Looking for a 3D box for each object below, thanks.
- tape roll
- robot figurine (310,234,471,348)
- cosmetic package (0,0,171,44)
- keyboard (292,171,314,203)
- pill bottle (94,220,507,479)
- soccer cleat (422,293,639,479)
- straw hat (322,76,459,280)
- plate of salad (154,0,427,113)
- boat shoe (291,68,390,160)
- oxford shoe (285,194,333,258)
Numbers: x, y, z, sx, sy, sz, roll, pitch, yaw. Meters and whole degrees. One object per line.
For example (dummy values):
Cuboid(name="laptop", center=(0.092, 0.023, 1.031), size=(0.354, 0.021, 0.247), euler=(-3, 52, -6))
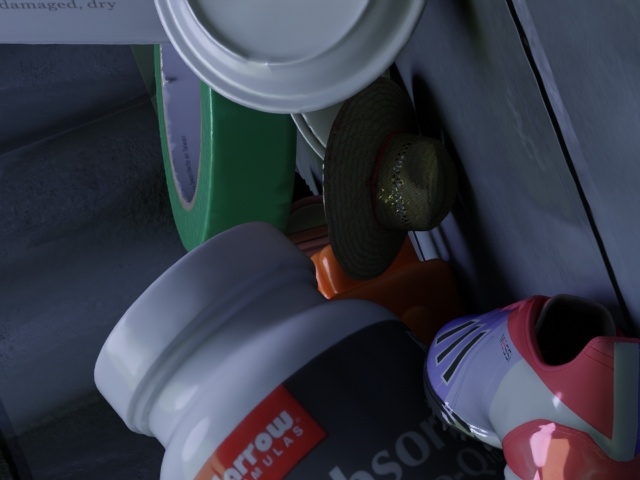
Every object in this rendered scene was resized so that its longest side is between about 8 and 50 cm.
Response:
Cuboid(name="tape roll", center=(-0.091, -0.147, 1.651), size=(0.321, 0.077, 0.321), euler=(175, 90, -78))
Cuboid(name="robot figurine", center=(0.065, 0.099, 1.405), size=(0.158, 0.128, 0.219), euler=(-25, 85, 38))
Cuboid(name="cosmetic package", center=(-0.253, -0.373, 1.227), size=(0.393, 0.327, 0.329), euler=(83, -171, -59))
Cuboid(name="keyboard", center=(0.000, 0.000, 1.831), size=(0.192, 0.038, 0.100), euler=(-83, -31, -64))
Cuboid(name="pill bottle", center=(0.024, 0.172, 1.239), size=(0.363, 0.210, 0.210), euler=(46, 165, 18))
Cuboid(name="soccer cleat", center=(0.133, 0.076, 1.068), size=(0.318, 0.109, 0.116), euler=(-119, 36, -76))
Cuboid(name="straw hat", center=(0.062, -0.040, 1.274), size=(0.061, 0.144, 0.144), euler=(7, 129, 33))
Cuboid(name="plate of salad", center=(-0.017, -0.177, 1.120), size=(0.048, 0.200, 0.199), euler=(-10, -104, -63))
Cuboid(name="boat shoe", center=(0.000, -0.151, 1.373), size=(0.068, 0.081, 0.227), euler=(86, 168, -74))
Cuboid(name="oxford shoe", center=(0.037, 0.154, 1.722), size=(0.146, 0.140, 0.397), euler=(-2, -99, -72))
